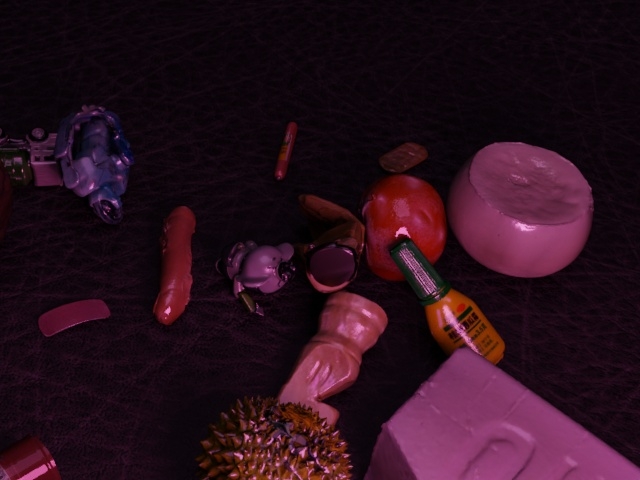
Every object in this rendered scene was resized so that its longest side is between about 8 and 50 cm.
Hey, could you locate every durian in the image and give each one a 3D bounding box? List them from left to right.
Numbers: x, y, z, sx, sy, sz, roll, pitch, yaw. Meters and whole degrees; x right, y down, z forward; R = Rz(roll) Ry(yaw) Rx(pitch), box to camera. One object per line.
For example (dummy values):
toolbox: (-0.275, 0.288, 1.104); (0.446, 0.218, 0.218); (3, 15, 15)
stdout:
durian: (-0.075, 0.376, 1.547); (0.291, 0.225, 0.291); (5, 39, -5)

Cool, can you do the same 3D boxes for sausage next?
sausage: (-0.299, 0.043, 1.935); (0.078, 0.078, 0.304); (4, 45, -8)
sausage: (-0.083, -0.217, 2.264); (0.029, 0.029, 0.223); (12, 45, -1)

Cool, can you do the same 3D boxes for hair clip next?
hair clip: (-0.479, 0.147, 1.831); (0.137, 0.022, 0.054); (-17, 55, -26)

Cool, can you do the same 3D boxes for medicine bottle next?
medicine bottle: (0.244, 0.130, 1.871); (0.111, 0.076, 0.309); (-38, 92, -17)

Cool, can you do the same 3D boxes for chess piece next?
chess piece: (0.008, 0.243, 1.787); (0.137, 0.137, 0.301); (25, 59, 12)

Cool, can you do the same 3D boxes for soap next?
soap: (0.305, 0.433, 1.585); (0.435, 0.213, 0.350); (37, 51, 24)

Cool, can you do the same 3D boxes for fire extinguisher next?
fire extinguisher: (-0.575, 0.415, 1.458); (0.337, 0.147, 0.106); (-28, 55, -34)

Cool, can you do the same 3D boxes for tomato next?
tomato: (0.176, -0.025, 1.995); (0.188, 0.232, 0.232); (-7, 47, -7)

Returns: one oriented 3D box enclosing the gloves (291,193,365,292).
gloves: (0.015, 0.005, 1.949); (0.141, 0.154, 0.331); (12, 17, -10)

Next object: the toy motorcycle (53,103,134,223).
toy motorcycle: (-0.490, -0.173, 2.035); (0.154, 0.206, 0.260); (-23, 44, 17)

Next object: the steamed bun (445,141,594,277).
steamed bun: (0.437, -0.059, 2.094); (0.324, 0.206, 0.324); (4, 46, -4)

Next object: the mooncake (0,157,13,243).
mooncake: (-0.716, -0.040, 1.759); (0.187, 0.324, 0.324); (19, 45, 3)

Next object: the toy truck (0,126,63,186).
toy truck: (-0.681, -0.173, 2.049); (0.242, 0.101, 0.125); (-2, 51, -10)

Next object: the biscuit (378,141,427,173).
biscuit: (0.204, -0.204, 2.320); (0.147, 0.018, 0.071); (-29, 57, -35)

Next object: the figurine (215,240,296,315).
figurine: (-0.127, 0.058, 1.914); (0.192, 0.126, 0.147); (7, 47, 42)
